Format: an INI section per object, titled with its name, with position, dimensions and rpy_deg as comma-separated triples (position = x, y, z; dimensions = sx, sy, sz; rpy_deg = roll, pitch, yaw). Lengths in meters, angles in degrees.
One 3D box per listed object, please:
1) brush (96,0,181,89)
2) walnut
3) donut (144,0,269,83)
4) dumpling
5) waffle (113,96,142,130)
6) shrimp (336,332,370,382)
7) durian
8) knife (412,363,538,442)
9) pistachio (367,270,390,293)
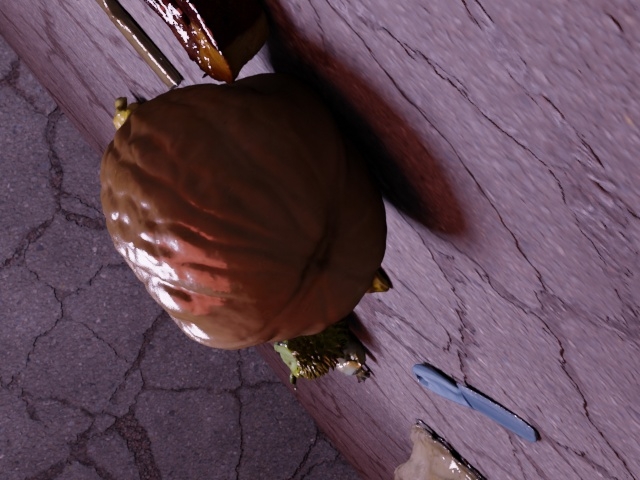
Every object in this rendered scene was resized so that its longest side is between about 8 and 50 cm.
[brush]
position = -0.248, -0.263, 1.681
dimensions = 0.248, 0.036, 0.043
rpy_deg = 50, 176, -7
[walnut]
position = -0.064, -0.028, 1.209
dimensions = 0.261, 0.225, 0.225
rpy_deg = 37, 166, 49
[donut]
position = -0.097, -0.187, 1.136
dimensions = 0.140, 0.059, 0.140
rpy_deg = 48, 172, 9
[dumpling]
position = 0.167, 0.344, 2.147
dimensions = 0.166, 0.086, 0.332
rpy_deg = 48, 168, -11
[waffle]
position = -0.189, -0.082, 2.143
dimensions = 0.301, 0.058, 0.281
rpy_deg = 42, 170, 29
[shrimp]
position = 0.040, 0.173, 2.149
dimensions = 0.161, 0.049, 0.166
rpy_deg = 43, 172, 51
[durian]
position = -0.006, 0.122, 1.986
dimensions = 0.095, 0.137, 0.221
rpy_deg = 14, 163, 2
[knife]
position = 0.161, 0.168, 1.596
dimensions = 0.044, 0.019, 0.313
rpy_deg = 54, 169, -19
[pistachio]
position = 0.000, 0.000, 1.533
dimensions = 0.173, 0.049, 0.089
rpy_deg = 51, 172, -12
